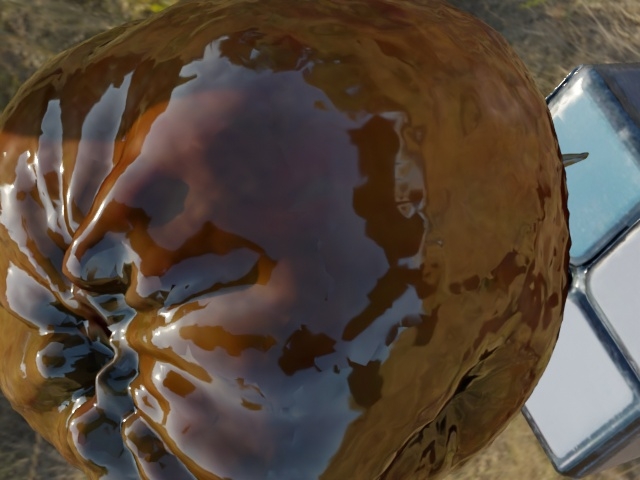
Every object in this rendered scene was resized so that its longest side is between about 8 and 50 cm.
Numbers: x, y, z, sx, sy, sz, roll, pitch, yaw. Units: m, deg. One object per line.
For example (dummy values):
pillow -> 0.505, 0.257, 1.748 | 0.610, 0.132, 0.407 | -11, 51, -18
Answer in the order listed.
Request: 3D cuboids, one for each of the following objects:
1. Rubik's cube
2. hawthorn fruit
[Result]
Rubik's cube -> 0.358, 0.020, 1.343 | 0.316, 0.313, 0.318 | -49, 60, 42
hawthorn fruit -> -0.017, 0.006, 0.555 | 0.258, 0.262, 0.258 | 6, 116, 12
